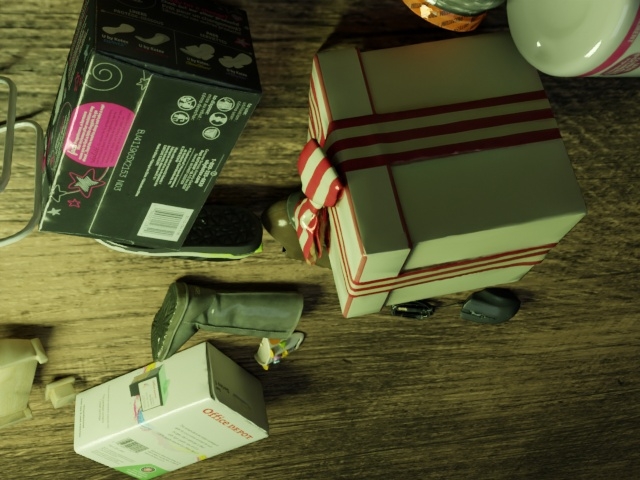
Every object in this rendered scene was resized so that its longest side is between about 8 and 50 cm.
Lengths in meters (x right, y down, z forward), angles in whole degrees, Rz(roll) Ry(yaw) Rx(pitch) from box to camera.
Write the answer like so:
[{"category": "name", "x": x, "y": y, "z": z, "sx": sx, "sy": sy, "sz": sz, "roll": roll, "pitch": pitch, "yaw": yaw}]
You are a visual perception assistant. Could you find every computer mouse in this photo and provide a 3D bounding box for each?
[{"category": "computer mouse", "x": 0.239, "y": 0.122, "z": 1.261, "sx": 0.242, "sy": 0.041, "sz": 0.071, "roll": -2, "pitch": 142, "yaw": -13}]

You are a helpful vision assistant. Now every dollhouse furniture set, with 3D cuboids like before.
[{"category": "dollhouse furniture set", "x": -0.541, "y": 0.158, "z": 1.081, "sx": 0.356, "sy": 0.173, "sz": 0.303, "roll": -14, "pitch": 150, "yaw": -39}]

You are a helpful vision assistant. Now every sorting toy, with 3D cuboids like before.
[{"category": "sorting toy", "x": -0.067, "y": 0.185, "z": 1.264, "sx": 0.075, "sy": 0.044, "sz": 0.083, "roll": -14, "pitch": 147, "yaw": -30}]

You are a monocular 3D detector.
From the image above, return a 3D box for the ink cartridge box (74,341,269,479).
[{"category": "ink cartridge box", "x": -0.261, "y": 0.311, "z": 1.296, "sx": 0.278, "sy": 0.117, "sz": 0.201, "roll": -23, "pitch": 141, "yaw": 14}]

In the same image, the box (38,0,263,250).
[{"category": "box", "x": -0.184, "y": -0.125, "z": 0.753, "sx": 0.164, "sy": 0.142, "sz": 0.247, "roll": 9, "pitch": 138, "yaw": -27}]

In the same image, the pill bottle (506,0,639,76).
[{"category": "pill bottle", "x": 0.345, "y": -0.243, "z": 0.720, "sx": 0.283, "sy": 0.160, "sz": 0.160, "roll": -6, "pitch": 143, "yaw": -24}]

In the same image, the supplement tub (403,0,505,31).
[{"category": "supplement tub", "x": 0.148, "y": -0.294, "z": 0.653, "sx": 0.117, "sy": 0.117, "sz": 0.190, "roll": 6, "pitch": 138, "yaw": -22}]

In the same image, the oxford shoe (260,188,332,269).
[{"category": "oxford shoe", "x": 0.000, "y": 0.000, "z": 1.025, "sx": 0.096, "sy": 0.082, "sz": 0.227, "roll": -15, "pitch": 143, "yaw": 31}]

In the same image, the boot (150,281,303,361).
[{"category": "boot", "x": -0.151, "y": 0.134, "z": 1.155, "sx": 0.209, "sy": 0.076, "sz": 0.189, "roll": 4, "pitch": 142, "yaw": -31}]

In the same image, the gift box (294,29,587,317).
[{"category": "gift box", "x": 0.096, "y": -0.077, "z": 0.813, "sx": 0.258, "sy": 0.276, "sz": 0.255, "roll": -11, "pitch": 155, "yaw": -8}]

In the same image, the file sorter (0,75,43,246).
[{"category": "file sorter", "x": -0.392, "y": -0.124, "z": 0.657, "sx": 0.173, "sy": 0.192, "sz": 0.277, "roll": -16, "pitch": 142, "yaw": 0}]

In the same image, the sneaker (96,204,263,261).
[{"category": "sneaker", "x": -0.189, "y": -0.003, "z": 0.948, "sx": 0.235, "sy": 0.084, "sz": 0.097, "roll": 10, "pitch": 157, "yaw": -12}]
